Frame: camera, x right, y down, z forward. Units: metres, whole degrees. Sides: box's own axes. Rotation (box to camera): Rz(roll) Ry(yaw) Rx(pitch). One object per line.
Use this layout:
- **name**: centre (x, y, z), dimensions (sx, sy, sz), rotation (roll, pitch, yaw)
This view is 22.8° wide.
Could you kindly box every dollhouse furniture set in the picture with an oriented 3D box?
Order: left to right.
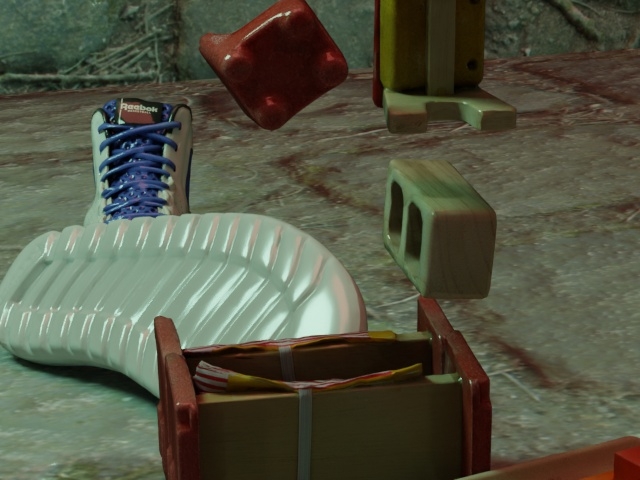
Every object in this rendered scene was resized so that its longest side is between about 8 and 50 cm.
- **dollhouse furniture set**: centre (0.000, 0.000, 0.995), dimensions (0.201, 0.374, 0.152), rotation (-2, 18, -10)

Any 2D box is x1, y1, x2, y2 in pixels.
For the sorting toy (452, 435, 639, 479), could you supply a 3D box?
- **sorting toy**: centre (0.183, 0.166, 0.915), dimensions (0.347, 0.047, 0.196), rotation (-9, 23, -28)

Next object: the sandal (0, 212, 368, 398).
- **sandal**: centre (-0.106, 0.062, 1.294), dimensions (0.416, 0.169, 0.102), rotation (11, -21, 43)

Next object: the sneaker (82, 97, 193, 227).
- **sneaker**: centre (-0.191, -0.047, 1.597), dimensions (0.127, 0.182, 0.315), rotation (-3, 14, -1)
